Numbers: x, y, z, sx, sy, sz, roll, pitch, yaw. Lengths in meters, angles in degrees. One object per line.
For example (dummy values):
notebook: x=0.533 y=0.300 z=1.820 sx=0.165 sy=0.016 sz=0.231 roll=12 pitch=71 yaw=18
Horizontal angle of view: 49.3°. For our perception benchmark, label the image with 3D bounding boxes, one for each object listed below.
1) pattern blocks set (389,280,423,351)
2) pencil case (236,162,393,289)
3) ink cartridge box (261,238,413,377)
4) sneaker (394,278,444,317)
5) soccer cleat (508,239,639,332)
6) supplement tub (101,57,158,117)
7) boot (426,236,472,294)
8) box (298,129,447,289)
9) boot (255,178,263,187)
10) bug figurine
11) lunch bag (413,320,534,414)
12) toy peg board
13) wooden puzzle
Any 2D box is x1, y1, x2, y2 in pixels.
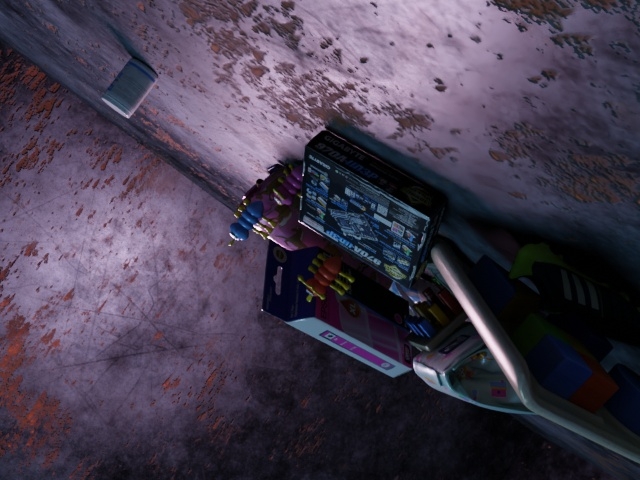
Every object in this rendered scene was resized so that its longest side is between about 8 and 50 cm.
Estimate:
pattern blocks set: x=0.280 y=0.235 z=1.681 sx=0.325 sy=0.026 sz=0.285 roll=34 pitch=-147 yaw=-30
pencil case: x=0.000 y=0.000 z=1.543 sx=0.160 sy=0.167 sz=0.386 roll=-30 pitch=126 yaw=33
ink cartridge box: x=0.044 y=0.134 z=1.427 sx=0.371 sy=0.175 sz=0.069 roll=30 pitch=134 yaw=-30
sneaker: x=0.246 y=0.132 z=1.589 sx=0.087 sy=0.092 sz=0.228 roll=39 pitch=-168 yaw=-46
soccer cleat: x=0.317 y=0.071 z=0.864 sx=0.179 sy=0.072 sz=0.060 roll=34 pitch=173 yaw=8
supplement tub: x=-0.393 y=-0.316 z=1.442 sx=0.071 sy=0.107 sz=0.071 roll=34 pitch=173 yaw=5
boot: x=0.223 y=0.055 z=1.269 sx=0.208 sy=0.076 sz=0.190 roll=32 pitch=179 yaw=-38
box: x=0.070 y=-0.044 z=1.051 sx=0.220 sy=0.051 sz=0.175 roll=32 pitch=146 yaw=19
boot: x=-0.110 y=-0.100 z=1.721 sx=0.112 sy=0.115 sz=0.305 roll=-6 pitch=-173 yaw=2
bug figurine: x=-0.039 y=-0.025 z=1.326 sx=0.279 sy=0.216 sz=0.072 roll=35 pitch=-176 yaw=15
lunch bag: x=0.318 y=0.235 z=1.291 sx=0.263 sy=0.160 sz=0.223 roll=2 pitch=178 yaw=-8
toy peg board: x=0.232 y=0.135 z=1.406 sx=0.079 sy=0.161 sz=0.161 roll=51 pitch=172 yaw=-2
wooden puzzle: x=0.326 y=0.148 z=0.924 sx=0.348 sy=0.080 sz=0.322 roll=33 pitch=-163 yaw=-24
